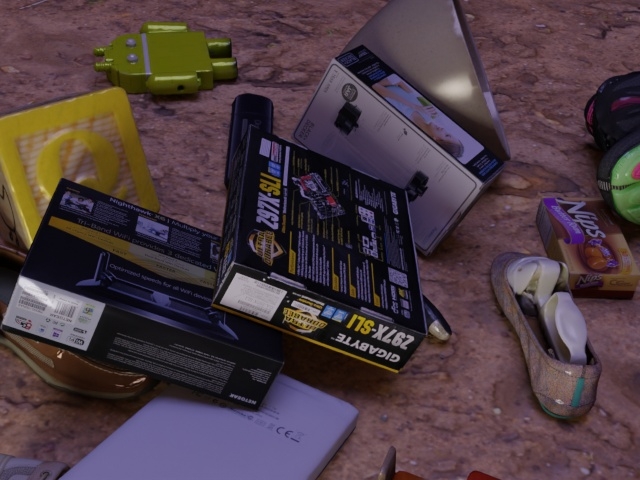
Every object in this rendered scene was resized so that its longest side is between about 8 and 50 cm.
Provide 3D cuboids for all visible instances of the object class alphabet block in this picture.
[{"bbox_3d":[-0.368,-0.104,1.260,0.193,0.193,0.197,-23,16,-27],"label":"alphabet block"}]

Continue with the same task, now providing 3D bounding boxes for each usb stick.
[{"bbox_3d":[-0.121,-0.168,1.524,0.077,0.045,0.278,7,39,-7],"label":"usb stick"}]

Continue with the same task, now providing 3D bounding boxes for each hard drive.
[{"bbox_3d":[-0.117,0.242,0.981,0.210,0.040,0.318,21,30,19],"label":"hard drive"}]

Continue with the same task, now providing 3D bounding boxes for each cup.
[{"bbox_3d":[0.153,-0.252,1.482,0.236,0.331,0.331,-19,37,16],"label":"cup"}]

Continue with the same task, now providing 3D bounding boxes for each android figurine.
[{"bbox_3d":[-0.302,-0.352,1.723,0.272,0.056,0.248,-3,40,-11],"label":"android figurine"}]

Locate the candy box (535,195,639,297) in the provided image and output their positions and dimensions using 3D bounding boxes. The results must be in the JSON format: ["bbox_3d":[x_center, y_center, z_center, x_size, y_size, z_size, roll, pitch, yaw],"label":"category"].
[{"bbox_3d":[0.405,0.007,1.355,0.109,0.053,0.187,2,41,-3],"label":"candy box"}]

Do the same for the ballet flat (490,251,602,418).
[{"bbox_3d":[0.311,0.092,1.201,0.107,0.106,0.316,-2,40,-8],"label":"ballet flat"}]

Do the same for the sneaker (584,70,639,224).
[{"bbox_3d":[0.537,-0.170,1.508,0.202,0.185,0.483,15,30,24],"label":"sneaker"}]

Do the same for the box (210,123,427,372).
[{"bbox_3d":[0.000,0.000,1.163,0.257,0.079,0.322,20,34,-15],"label":"box"}]

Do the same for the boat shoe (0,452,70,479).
[{"bbox_3d":[-0.315,0.333,0.857,0.098,0.109,0.302,2,34,-1],"label":"boat shoe"}]

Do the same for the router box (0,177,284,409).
[{"bbox_3d":[-0.201,0.059,1.078,0.308,0.081,0.243,21,25,-15],"label":"router box"}]

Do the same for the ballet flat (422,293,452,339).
[{"bbox_3d":[0.121,0.088,1.246,0.049,0.057,0.173,-48,51,1],"label":"ballet flat"}]

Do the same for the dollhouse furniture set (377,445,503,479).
[{"bbox_3d":[0.152,0.337,0.868,0.261,0.135,0.259,17,41,15],"label":"dollhouse furniture set"}]

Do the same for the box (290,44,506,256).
[{"bbox_3d":[0.112,-0.135,1.339,0.290,0.169,0.087,41,41,11],"label":"box"}]

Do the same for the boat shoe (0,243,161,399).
[{"bbox_3d":[-0.340,0.095,1.126,0.323,0.120,0.122,20,42,18],"label":"boat shoe"}]
